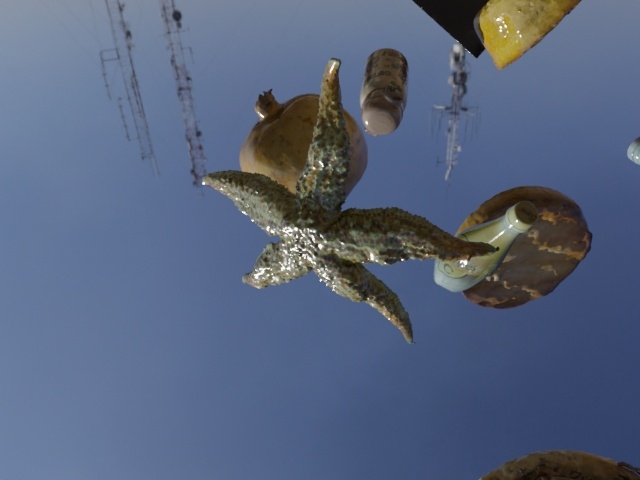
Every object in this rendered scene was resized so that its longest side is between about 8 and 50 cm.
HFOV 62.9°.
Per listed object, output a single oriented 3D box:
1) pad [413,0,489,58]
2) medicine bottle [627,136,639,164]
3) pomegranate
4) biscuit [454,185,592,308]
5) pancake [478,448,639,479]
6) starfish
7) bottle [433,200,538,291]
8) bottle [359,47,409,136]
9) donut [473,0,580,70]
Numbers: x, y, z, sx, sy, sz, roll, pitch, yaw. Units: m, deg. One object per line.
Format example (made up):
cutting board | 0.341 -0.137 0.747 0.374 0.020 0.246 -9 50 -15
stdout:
pad | 0.380 -0.716 1.422 0.367 0.247 0.007 43 -155 3
medicine bottle | 0.782 -0.159 1.160 0.090 0.090 0.217 -9 -144 -7
pomegranate | -0.058 -0.229 1.331 0.342 0.342 0.342 -3 -149 2
biscuit | 0.412 0.015 1.104 0.296 0.296 0.102 -9 -143 -7
pancake | 0.299 0.444 0.647 0.382 0.382 0.071 -7 178 -4
starfish | -0.002 0.002 0.627 0.347 0.358 0.078 45 -139 1
bottle | 0.254 0.010 0.821 0.083 0.270 0.083 3 -113 -8
bottle | 0.132 -0.301 1.054 0.097 0.110 0.209 21 -134 -12
donut | 0.387 -0.438 0.912 0.108 0.277 0.277 44 -141 -5
